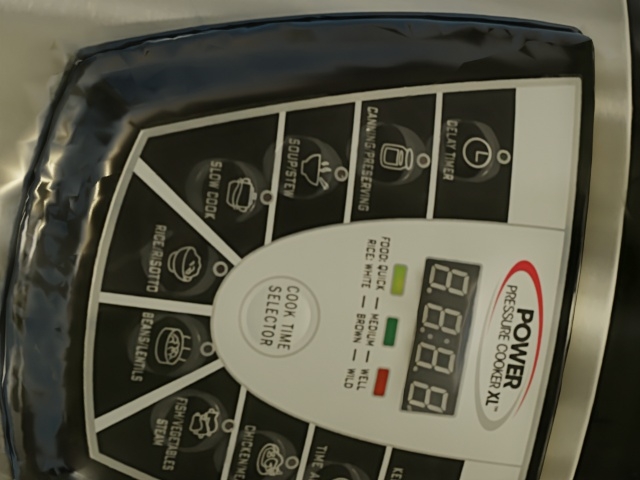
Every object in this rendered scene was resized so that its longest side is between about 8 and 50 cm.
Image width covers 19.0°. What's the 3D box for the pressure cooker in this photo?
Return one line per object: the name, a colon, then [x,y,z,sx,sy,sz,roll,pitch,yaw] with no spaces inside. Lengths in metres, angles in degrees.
pressure cooker: [-0.001,-0.003,0.802,0.370,0.420,0.375,116,159,-53]
